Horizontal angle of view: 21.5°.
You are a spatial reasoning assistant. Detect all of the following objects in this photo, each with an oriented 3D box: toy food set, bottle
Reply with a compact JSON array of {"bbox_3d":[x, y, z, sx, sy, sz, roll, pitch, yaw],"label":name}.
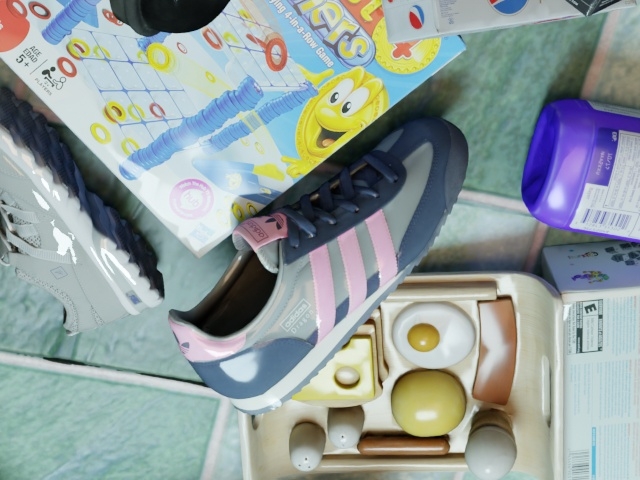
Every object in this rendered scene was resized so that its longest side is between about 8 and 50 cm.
[{"bbox_3d":[0.073,0.148,1.578,0.306,0.092,0.219,-2,116,6],"label":"toy food set"},{"bbox_3d":[0.330,-0.052,1.532,0.283,0.092,0.118,9,112,-11],"label":"bottle"}]

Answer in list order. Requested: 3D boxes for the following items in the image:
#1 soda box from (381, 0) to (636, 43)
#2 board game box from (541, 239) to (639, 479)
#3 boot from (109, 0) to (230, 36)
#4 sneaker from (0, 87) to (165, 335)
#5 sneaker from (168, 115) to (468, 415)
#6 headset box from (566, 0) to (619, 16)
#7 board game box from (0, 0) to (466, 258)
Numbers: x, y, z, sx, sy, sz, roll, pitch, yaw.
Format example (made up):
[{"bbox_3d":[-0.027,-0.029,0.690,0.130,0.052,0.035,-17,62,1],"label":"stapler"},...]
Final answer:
[{"bbox_3d":[0.156,-0.211,1.387,0.216,0.074,0.069,-11,95,-32],"label":"soda box"},{"bbox_3d":[0.368,0.111,1.614,0.303,0.097,0.224,-5,117,-3],"label":"board game box"},{"bbox_3d":[0.020,-0.242,1.219,0.260,0.131,0.348,39,108,14],"label":"boot"},{"bbox_3d":[-0.256,-0.020,1.471,0.115,0.105,0.281,-32,115,9],"label":"sneaker"},{"bbox_3d":[0.000,0.000,1.460,0.319,0.112,0.131,-52,129,-6],"label":"sneaker"},{"bbox_3d":[0.203,-0.359,1.259,0.246,0.131,0.283,39,123,13],"label":"headset box"},{"bbox_3d":[-0.089,-0.191,1.419,0.302,0.086,0.308,-38,114,12],"label":"board game box"}]
